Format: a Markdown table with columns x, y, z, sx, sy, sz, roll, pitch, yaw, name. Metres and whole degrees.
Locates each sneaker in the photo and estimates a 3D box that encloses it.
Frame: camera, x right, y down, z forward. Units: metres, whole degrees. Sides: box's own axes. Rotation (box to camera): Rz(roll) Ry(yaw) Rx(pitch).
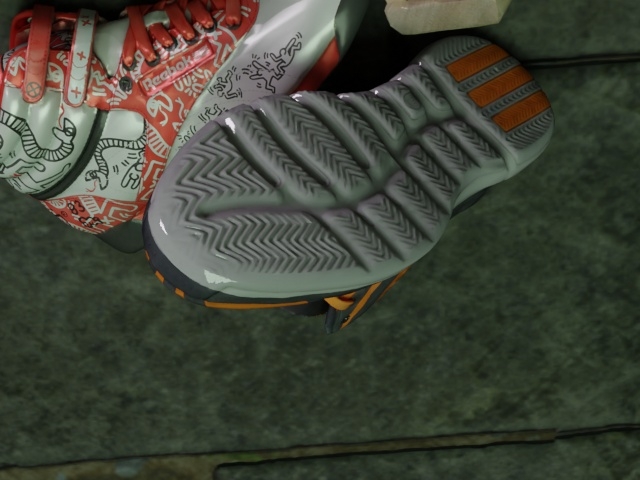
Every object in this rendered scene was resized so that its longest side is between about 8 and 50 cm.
| x | y | z | sx | sy | sz | roll | pitch | yaw | name |
| --- | --- | --- | --- | --- | --- | --- | --- | --- | --- |
| -0.098 | -0.108 | 1.010 | 0.145 | 0.090 | 0.270 | 30 | 125 | -26 | sneaker |
| 0.000 | 0.000 | 0.989 | 0.124 | 0.321 | 0.180 | 53 | 132 | 14 | sneaker |

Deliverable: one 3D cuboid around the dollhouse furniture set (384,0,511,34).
| x | y | z | sx | sy | sz | roll | pitch | yaw | name |
| --- | --- | --- | --- | --- | --- | --- | --- | --- | --- |
| 0.168 | -0.257 | 0.736 | 0.394 | 0.362 | 0.256 | -2 | 135 | 38 | dollhouse furniture set |
